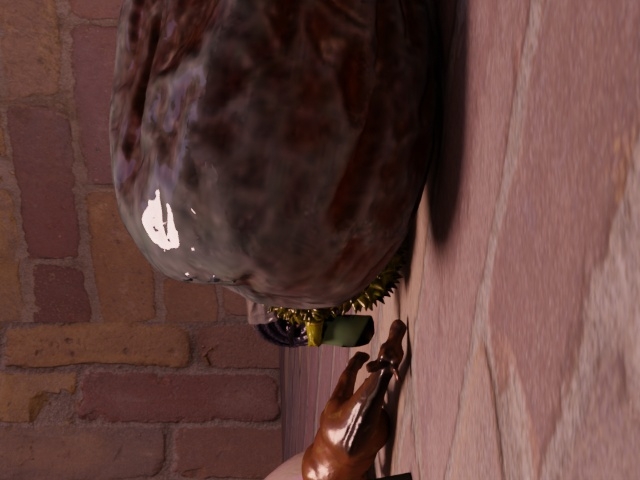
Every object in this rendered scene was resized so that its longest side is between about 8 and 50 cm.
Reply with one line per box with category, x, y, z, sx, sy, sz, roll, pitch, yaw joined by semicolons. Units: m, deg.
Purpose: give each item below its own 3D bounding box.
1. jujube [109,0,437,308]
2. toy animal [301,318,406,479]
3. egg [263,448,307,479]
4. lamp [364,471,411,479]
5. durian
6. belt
jujube;-0.029;-0.110;1.037;0.246;0.215;0.308;2;80;54
toy animal;0.038;0.150;1.300;0.230;0.066;0.224;-66;-4;-76
egg;-0.042;0.351;1.493;0.206;0.161;0.271;-16;-78;-78
lamp;0.048;0.242;1.151;0.041;0.054;0.121;95;174;-57
durian;-0.003;-0.014;1.220;0.198;0.146;0.159;118;159;-56
belt;-0.038;0.039;1.818;0.230;0.139;0.126;87;180;-50
